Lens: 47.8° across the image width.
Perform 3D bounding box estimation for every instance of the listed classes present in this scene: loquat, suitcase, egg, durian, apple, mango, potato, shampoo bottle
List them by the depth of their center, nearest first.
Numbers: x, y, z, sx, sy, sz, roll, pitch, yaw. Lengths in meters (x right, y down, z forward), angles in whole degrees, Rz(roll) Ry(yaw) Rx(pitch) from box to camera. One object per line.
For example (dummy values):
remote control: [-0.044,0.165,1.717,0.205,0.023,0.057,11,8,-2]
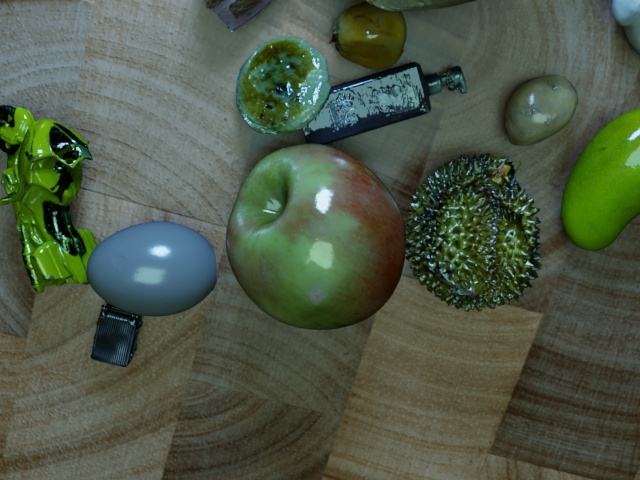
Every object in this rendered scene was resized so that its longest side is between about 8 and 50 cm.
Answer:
loquat: [0.085,-0.359,1.268,0.137,0.137,0.113,2,91,-3]
apple: [0.000,0.000,1.275,0.277,0.319,0.319,31,104,-38]
durian: [0.271,-0.017,1.317,0.257,0.258,0.293,-7,90,0]
potato: [0.399,-0.241,1.322,0.147,0.112,0.112,-40,103,0]
shampoo bottle: [0.111,-0.258,1.324,0.309,0.071,0.098,-17,99,1]
egg: [-0.310,0.053,1.332,0.231,0.176,0.176,-5,106,-13]
mango: [0.557,-0.113,1.347,0.175,0.143,0.293,23,113,-14]
suitcase: [-0.403,0.185,1.429,0.086,0.059,0.126,15,104,-4]

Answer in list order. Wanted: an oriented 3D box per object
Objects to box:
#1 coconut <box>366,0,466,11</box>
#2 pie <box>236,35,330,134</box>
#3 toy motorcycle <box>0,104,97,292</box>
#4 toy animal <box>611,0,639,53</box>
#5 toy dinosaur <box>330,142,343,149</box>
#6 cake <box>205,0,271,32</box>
coconut: [0.209,-0.551,1.091,0.404,0.404,0.405,-1,105,-2]
pie: [-0.070,-0.275,1.284,0.186,0.041,0.187,-4,77,17]
toy motorcycle: [-0.490,-0.081,1.315,0.206,0.142,0.343,4,110,37]
toy animal: [0.650,-0.365,1.171,0.241,0.368,0.196,3,108,-15]
toy dinosaur: [0.011,-0.153,1.373,0.062,0.021,0.083,40,96,-23]
cake: [-0.091,-0.495,1.233,0.295,0.116,0.113,-40,59,0]
